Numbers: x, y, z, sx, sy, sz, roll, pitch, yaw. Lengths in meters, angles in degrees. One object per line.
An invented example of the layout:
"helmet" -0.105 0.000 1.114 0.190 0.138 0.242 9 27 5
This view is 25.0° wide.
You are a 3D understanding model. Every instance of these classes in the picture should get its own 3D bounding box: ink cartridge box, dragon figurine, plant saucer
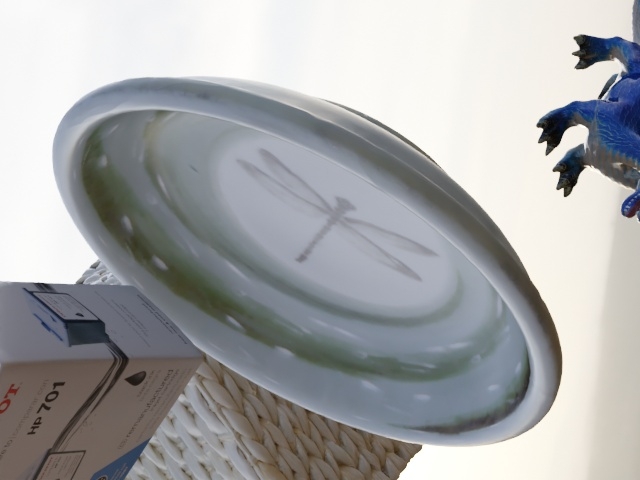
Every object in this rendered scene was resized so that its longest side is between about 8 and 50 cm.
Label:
"ink cartridge box" -0.179 0.100 0.851 0.139 0.082 0.191 -56 -24 15
"dragon figurine" 0.248 -0.099 1.024 0.289 0.144 0.085 -58 -42 -34
"plant saucer" 0.000 0.000 1.049 0.100 0.401 0.400 -59 -19 -28

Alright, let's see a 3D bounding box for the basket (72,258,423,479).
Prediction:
"basket" -0.107 0.158 1.503 0.331 0.328 0.266 57 -134 -16
